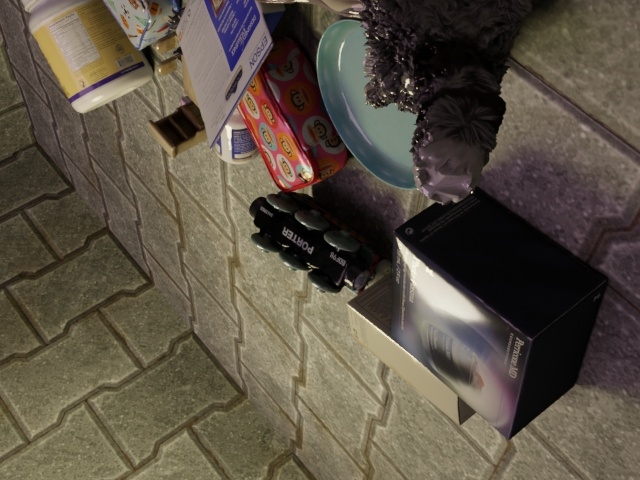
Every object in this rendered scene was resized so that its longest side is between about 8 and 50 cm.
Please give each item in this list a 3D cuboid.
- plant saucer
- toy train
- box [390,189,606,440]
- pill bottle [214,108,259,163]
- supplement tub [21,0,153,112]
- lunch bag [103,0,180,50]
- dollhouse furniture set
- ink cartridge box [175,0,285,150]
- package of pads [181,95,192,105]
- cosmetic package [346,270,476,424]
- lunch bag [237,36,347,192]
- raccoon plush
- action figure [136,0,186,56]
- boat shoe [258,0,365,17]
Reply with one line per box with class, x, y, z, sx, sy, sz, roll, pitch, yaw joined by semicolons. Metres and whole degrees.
plant saucer;0.108;-0.236;1.447;0.317;0.044;0.317;44;153;30
toy train;0.000;0.000;1.780;0.334;0.190;0.142;33;111;33
box;0.275;0.118;1.389;0.294;0.183;0.296;39;151;33
pill bottle;-0.188;-0.271;1.888;0.112;0.112;0.186;46;154;25
supplement tub;-0.624;-0.535;2.246;0.241;0.241;0.331;-3;117;63
lunch bag;-0.462;-0.618;1.997;0.303;0.115;0.243;58;159;-3
dollhouse furniture set;-0.320;-0.338;1.998;0.212;0.161;0.242;47;154;23
ink cartridge box;-0.166;-0.378;1.567;0.303;0.072;0.307;-49;55;47
package of pads;-0.336;-0.334;2.194;0.050;0.032;0.083;45;153;33
cosmetic package;0.211;0.194;1.631;0.309;0.160;0.113;38;151;39
lunch bag;-0.077;-0.248;1.708;0.293;0.120;0.258;63;159;-6
raccoon plush;0.120;-0.178;1.098;0.216;0.446;0.299;18;148;5
action figure;-0.298;-0.505;1.785;0.164;0.141;0.275;40;154;38
boat shoe;-0.007;-0.441;1.318;0.356;0.132;0.130;19;124;32
